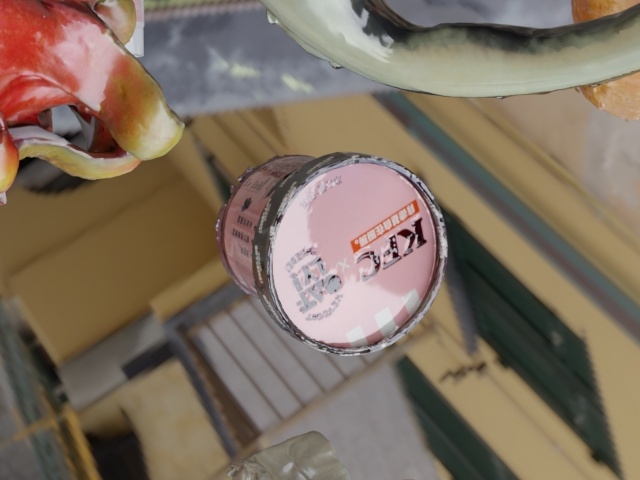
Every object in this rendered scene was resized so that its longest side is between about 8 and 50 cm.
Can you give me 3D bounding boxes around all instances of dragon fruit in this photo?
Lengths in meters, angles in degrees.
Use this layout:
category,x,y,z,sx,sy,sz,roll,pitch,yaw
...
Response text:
category,x,y,z,sx,sy,sz,roll,pitch,yaw
dragon fruit,-0.250,-0.118,1.070,0.243,0.227,0.307,-26,131,22

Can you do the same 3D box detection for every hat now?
category,x,y,z,sx,sy,sz,roll,pitch,yaw
hat,0.023,0.279,1.663,0.149,0.214,0.244,-22,103,-21

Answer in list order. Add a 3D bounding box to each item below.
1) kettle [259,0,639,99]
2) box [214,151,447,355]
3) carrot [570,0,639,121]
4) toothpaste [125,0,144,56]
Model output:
category,x,y,z,sx,sy,sz,roll,pitch,yaw
kettle,0.065,-0.204,0.874,0.321,0.324,0.228,64,34,-31
box,0.000,0.000,1.444,0.151,0.135,0.151,-6,104,-26
carrot,0.344,-0.272,2.068,0.196,0.196,0.254,-22,146,-18
toothpaste,-0.206,-0.284,1.919,0.067,0.043,0.194,-2,90,-29
